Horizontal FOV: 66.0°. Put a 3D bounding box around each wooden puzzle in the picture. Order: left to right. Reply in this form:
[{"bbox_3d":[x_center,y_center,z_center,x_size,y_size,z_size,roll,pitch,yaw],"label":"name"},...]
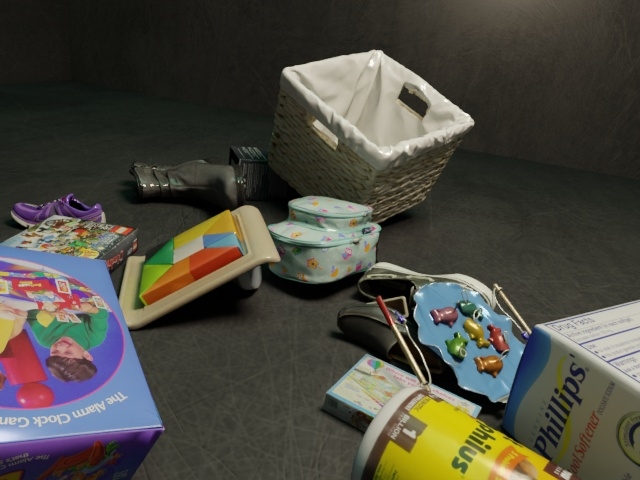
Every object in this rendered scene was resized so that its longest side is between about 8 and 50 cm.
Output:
[{"bbox_3d":[-0.194,0.023,0.764,0.238,0.044,0.221,-23,27,-5],"label":"wooden puzzle"}]

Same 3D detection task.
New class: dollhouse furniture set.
[{"bbox_3d":[0.118,0.117,0.724,0.114,0.091,0.081,-14,-16,21],"label":"dollhouse furniture set"}]

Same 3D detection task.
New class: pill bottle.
[{"bbox_3d":[0.139,0.220,0.404,0.214,0.117,0.117,24,27,34],"label":"pill bottle"}]

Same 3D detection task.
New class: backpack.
[{"bbox_3d":[0.000,0.000,0.866,0.165,0.145,0.188,17,29,36],"label":"backpack"}]

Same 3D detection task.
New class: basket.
[{"bbox_3d":[0.098,-0.228,1.141,0.331,0.267,0.328,-25,60,-37],"label":"basket"}]

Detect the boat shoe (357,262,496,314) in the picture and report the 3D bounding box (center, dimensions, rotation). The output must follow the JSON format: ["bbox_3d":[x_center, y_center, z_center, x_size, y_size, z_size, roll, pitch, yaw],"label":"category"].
[{"bbox_3d":[0.167,0.092,0.799,0.219,0.078,0.070,10,20,26],"label":"boat shoe"}]

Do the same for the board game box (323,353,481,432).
[{"bbox_3d":[0.096,0.195,0.573,0.154,0.026,0.103,20,25,28],"label":"board game box"}]

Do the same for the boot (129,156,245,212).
[{"bbox_3d":[-0.312,-0.122,1.134,0.222,0.118,0.338,-7,15,-26],"label":"boot"}]

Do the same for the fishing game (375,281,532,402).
[{"bbox_3d":[0.206,0.123,0.653,0.263,0.041,0.189,3,46,-33],"label":"fishing game"}]

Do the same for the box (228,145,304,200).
[{"bbox_3d":[-0.131,-0.178,1.312,0.206,0.108,0.153,1,23,-19],"label":"box"}]

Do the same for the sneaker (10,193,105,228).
[{"bbox_3d":[-0.493,-0.057,0.934,0.169,0.071,0.068,5,22,-5],"label":"sneaker"}]

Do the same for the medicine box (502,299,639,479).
[{"bbox_3d":[0.399,0.197,0.510,0.263,0.149,0.289,-5,25,-29],"label":"medicine box"}]

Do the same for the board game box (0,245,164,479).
[{"bbox_3d":[-0.328,0.092,0.387,0.347,0.078,0.233,15,27,-45],"label":"board game box"}]

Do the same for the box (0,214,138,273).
[{"bbox_3d":[-0.417,0.026,0.787,0.159,0.044,0.233,9,22,2],"label":"box"}]

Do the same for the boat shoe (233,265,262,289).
[{"bbox_3d":[-0.147,0.022,0.864,0.076,0.080,0.228,-13,27,0],"label":"boat shoe"}]

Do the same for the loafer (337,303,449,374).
[{"bbox_3d":[0.099,0.135,0.683,0.169,0.062,0.061,13,27,15],"label":"loafer"}]
